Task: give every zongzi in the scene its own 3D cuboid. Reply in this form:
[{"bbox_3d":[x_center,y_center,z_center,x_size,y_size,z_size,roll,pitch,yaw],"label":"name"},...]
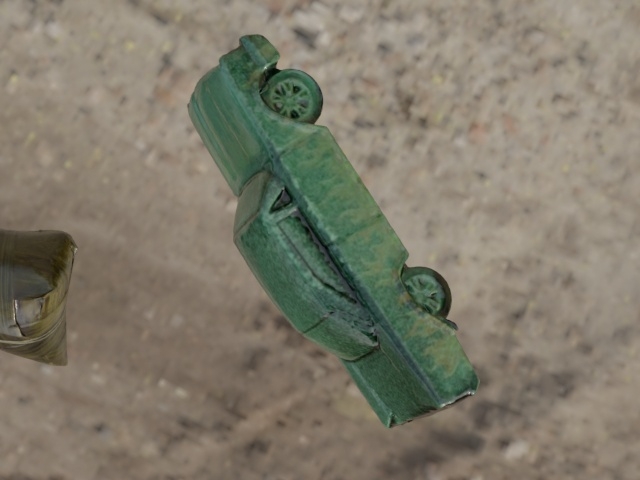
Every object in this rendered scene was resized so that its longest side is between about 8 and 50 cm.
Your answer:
[{"bbox_3d":[-0.290,0.044,1.372,0.187,0.084,0.184,13,151,0],"label":"zongzi"}]

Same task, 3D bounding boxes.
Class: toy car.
[{"bbox_3d":[0.000,0.000,1.332,0.320,0.097,0.141,57,159,3],"label":"toy car"}]
